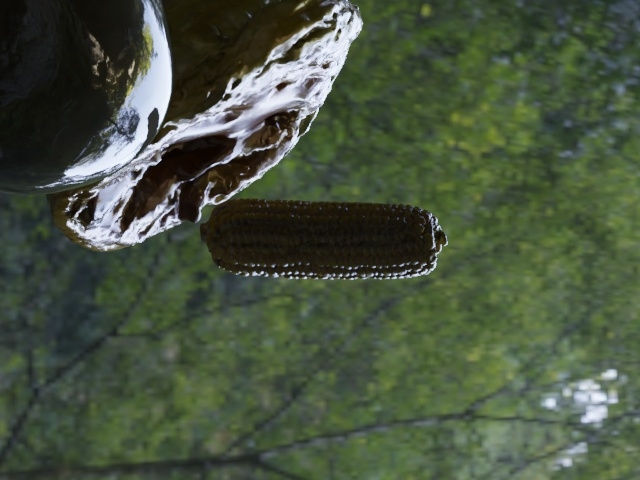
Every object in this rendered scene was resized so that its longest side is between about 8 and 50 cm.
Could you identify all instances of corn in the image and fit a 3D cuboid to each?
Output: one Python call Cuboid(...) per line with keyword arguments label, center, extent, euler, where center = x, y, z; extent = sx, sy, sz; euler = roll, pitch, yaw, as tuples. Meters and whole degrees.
Cuboid(label="corn", center=(0.000, 0.000, 1.482), extent=(0.207, 0.068, 0.068), euler=(3, -90, 13))

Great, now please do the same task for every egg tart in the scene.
Cuboid(label="egg tart", center=(-0.111, -0.136, 1.594), extent=(0.351, 0.339, 0.153), euler=(-39, -98, -13))

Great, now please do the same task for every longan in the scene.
Cuboid(label="longan", center=(-0.208, -0.147, 1.213), extent=(0.248, 0.248, 0.248), euler=(-3, -94, 40))
